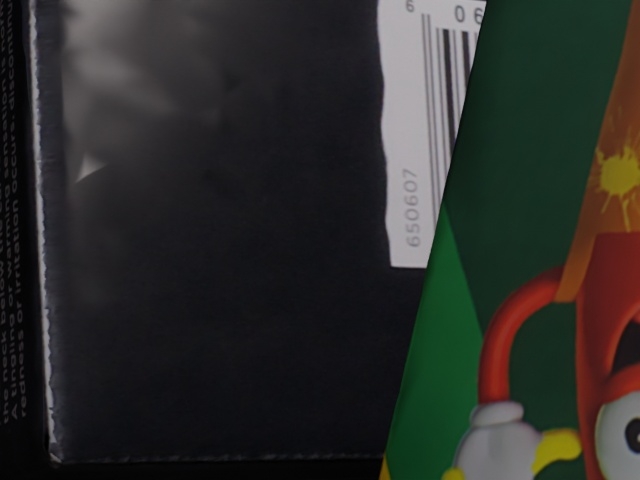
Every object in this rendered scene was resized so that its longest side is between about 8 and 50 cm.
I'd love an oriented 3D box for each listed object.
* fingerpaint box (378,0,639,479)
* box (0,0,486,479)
[{"bbox_3d":[0.189,0.139,0.522,0.163,0.371,0.445,1,-20,37],"label":"fingerpaint box"},{"bbox_3d":[0.000,0.000,0.937,0.480,0.297,0.472,3,-12,-27],"label":"box"}]
